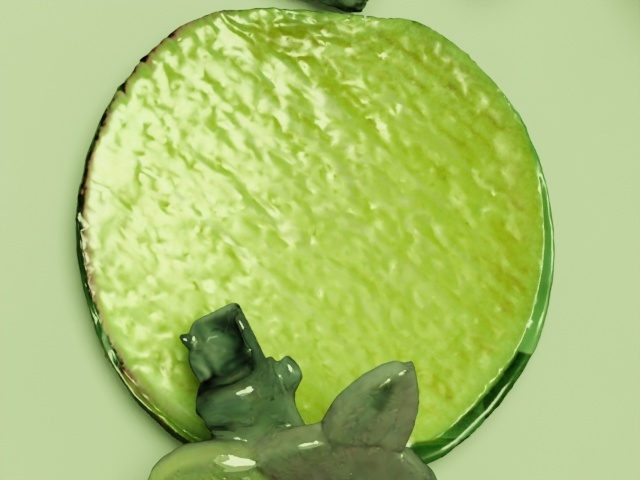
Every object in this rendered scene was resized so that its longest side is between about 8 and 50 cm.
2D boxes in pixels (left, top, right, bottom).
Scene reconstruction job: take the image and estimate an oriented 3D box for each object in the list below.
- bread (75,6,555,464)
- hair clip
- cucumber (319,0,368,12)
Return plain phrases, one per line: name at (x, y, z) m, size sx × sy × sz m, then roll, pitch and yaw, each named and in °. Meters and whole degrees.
bread at (0.000, 0.000, 0.803) m, size 0.228 × 0.033 × 0.228 m, roll 1°, pitch 84°, yaw -13°
hair clip at (-0.013, 0.119, 0.750) m, size 0.146 × 0.056 × 0.187 m, roll -19°, pitch 106°, yaw 3°
cucumber at (-0.015, -0.152, 0.802) m, size 0.112 × 0.064 × 0.064 m, roll 36°, pitch 76°, yaw -8°
